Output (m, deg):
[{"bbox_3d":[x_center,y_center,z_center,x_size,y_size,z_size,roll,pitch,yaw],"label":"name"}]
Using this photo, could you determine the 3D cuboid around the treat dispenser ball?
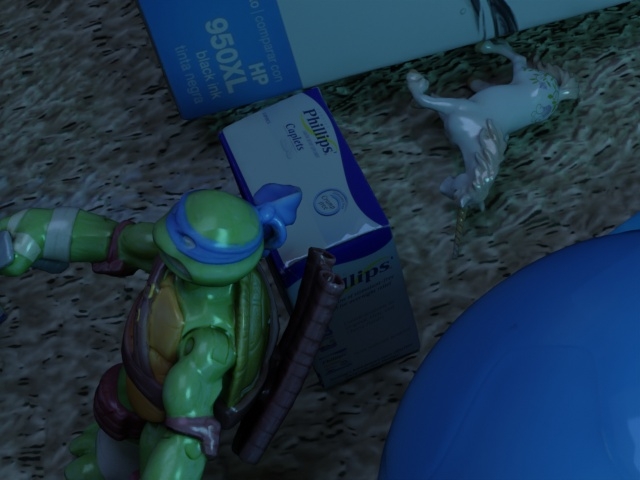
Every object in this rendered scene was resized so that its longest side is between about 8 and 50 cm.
[{"bbox_3d":[0.168,0.136,0.671,0.288,0.288,0.288,-7,53,9],"label":"treat dispenser ball"}]

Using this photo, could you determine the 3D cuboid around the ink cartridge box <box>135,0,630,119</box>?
[{"bbox_3d":[0.055,-0.277,1.065,0.395,0.166,0.285,-14,43,3],"label":"ink cartridge box"}]

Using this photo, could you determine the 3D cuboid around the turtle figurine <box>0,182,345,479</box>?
[{"bbox_3d":[-0.132,0.088,0.777,0.198,0.266,0.275,33,52,22],"label":"turtle figurine"}]

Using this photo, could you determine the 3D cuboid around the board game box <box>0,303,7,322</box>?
[{"bbox_3d":[-0.357,-0.077,0.924,0.233,0.347,0.078,32,66,31],"label":"board game box"}]

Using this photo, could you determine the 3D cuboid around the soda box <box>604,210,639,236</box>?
[{"bbox_3d":[0.189,0.040,0.875,0.210,0.071,0.067,-34,54,-12],"label":"soda box"}]

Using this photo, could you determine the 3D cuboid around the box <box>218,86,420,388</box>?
[{"bbox_3d":[0.000,0.000,0.909,0.072,0.137,0.126,-23,52,-4],"label":"box"}]

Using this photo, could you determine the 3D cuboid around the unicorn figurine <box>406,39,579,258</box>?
[{"bbox_3d":[0.111,-0.083,0.994,0.162,0.060,0.111,-38,50,-12],"label":"unicorn figurine"}]
